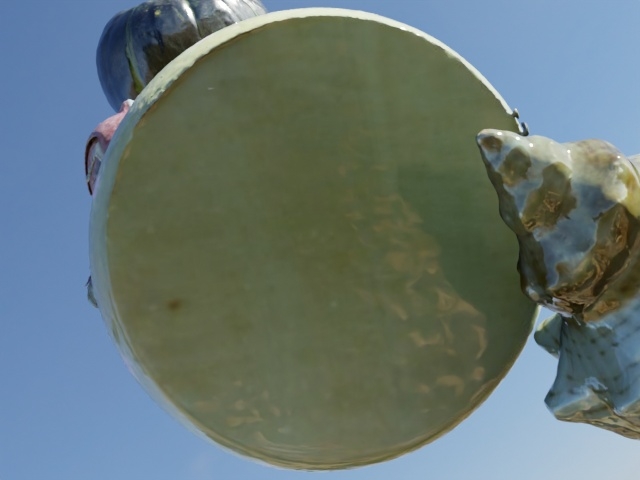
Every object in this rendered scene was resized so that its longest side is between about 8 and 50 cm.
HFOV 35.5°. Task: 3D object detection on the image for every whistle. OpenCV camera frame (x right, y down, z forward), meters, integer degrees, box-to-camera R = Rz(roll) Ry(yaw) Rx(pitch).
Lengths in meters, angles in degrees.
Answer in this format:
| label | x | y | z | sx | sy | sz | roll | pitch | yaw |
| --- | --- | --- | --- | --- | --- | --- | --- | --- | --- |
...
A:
| label | x | y | z | sx | sy | sz | roll | pitch | yaw |
| --- | --- | --- | --- | --- | --- | --- | --- | --- | --- |
| whistle | -0.232 | -0.040 | 1.222 | 0.133 | 0.142 | 0.346 | -36 | -20 | -44 |

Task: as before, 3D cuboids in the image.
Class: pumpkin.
| label | x | y | z | sx | sy | sz | roll | pitch | yaw |
| --- | --- | --- | --- | --- | --- | --- | --- | --- | --- |
| pumpkin | -0.228 | -0.317 | 1.733 | 0.323 | 0.241 | 0.323 | -22 | 11 | 5 |

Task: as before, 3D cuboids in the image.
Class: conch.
| label | x | y | z | sx | sy | sz | roll | pitch | yaw |
| --- | --- | --- | --- | --- | --- | --- | --- | --- | --- |
| conch | 0.223 | 0.066 | 0.661 | 0.169 | 0.386 | 0.203 | -40 | 19 | -15 |

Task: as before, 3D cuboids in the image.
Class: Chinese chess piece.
| label | x | y | z | sx | sy | sz | roll | pitch | yaw |
| --- | --- | --- | --- | --- | --- | --- | --- | --- | --- |
| Chinese chess piece | 0.000 | 0.000 | 0.772 | 0.349 | 0.349 | 0.146 | -33 | 4 | -7 |
